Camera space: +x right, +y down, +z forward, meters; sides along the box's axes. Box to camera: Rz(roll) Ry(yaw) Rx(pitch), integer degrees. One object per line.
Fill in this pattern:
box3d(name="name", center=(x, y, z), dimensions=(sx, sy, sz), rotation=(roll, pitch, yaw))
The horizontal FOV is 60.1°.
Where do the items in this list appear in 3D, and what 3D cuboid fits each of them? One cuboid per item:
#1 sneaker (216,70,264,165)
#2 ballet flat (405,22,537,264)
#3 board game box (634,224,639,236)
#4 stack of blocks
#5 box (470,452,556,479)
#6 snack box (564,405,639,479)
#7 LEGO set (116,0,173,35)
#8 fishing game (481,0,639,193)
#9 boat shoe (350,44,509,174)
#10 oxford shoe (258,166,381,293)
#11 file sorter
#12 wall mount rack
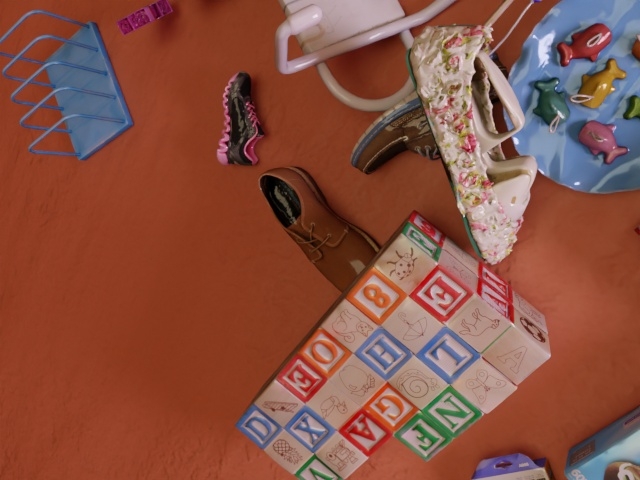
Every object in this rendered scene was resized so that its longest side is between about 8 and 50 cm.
box3d(name="sneaker", center=(-0.093, -0.148, 0.690), dimensions=(0.057, 0.047, 0.119), rotation=(15, 109, 19))
box3d(name="ballet flat", center=(0.150, -0.081, 0.501), dimensions=(0.077, 0.091, 0.241), rotation=(-9, 119, 36))
box3d(name="board game box", center=(0.385, 0.019, 0.440), dimensions=(0.147, 0.045, 0.193), rotation=(-43, 81, 23))
box3d(name="stack of blocks", center=(0.065, 0.139, 0.580), dimensions=(0.171, 0.087, 0.297), rotation=(40, 115, 2))
box3d(name="box", center=(0.215, 0.287, 0.574), dimensions=(0.081, 0.028, 0.136), rotation=(-23, 81, 27))
box3d(name="snack box", center=(0.394, 0.272, 0.460), dimensions=(0.187, 0.060, 0.322), rotation=(-47, 74, 23))
box3d(name="LEGO set", center=(-0.162, -0.352, 0.691), dimensions=(0.227, 0.093, 0.087), rotation=(-15, 118, 23))
box3d(name="fishing game", center=(0.259, -0.131, 0.483), dimensions=(0.189, 0.041, 0.264), rotation=(-43, 87, 21))
box3d(name="boat shoe", center=(0.112, -0.119, 0.570), dimensions=(0.183, 0.066, 0.066), rotation=(-38, 78, 25))
box3d(name="oxford shoe", center=(0.000, 0.000, 0.635), dimensions=(0.212, 0.076, 0.076), rotation=(47, 111, 14))
box3d(name="file sorter", center=(-0.372, -0.220, 0.792), dimensions=(0.118, 0.104, 0.170), rotation=(-25, 82, 26))
box3d(name="wall mount rack", center=(0.051, -0.324, 0.559), dimensions=(0.304, 0.130, 0.350), rotation=(-25, 82, -9))
